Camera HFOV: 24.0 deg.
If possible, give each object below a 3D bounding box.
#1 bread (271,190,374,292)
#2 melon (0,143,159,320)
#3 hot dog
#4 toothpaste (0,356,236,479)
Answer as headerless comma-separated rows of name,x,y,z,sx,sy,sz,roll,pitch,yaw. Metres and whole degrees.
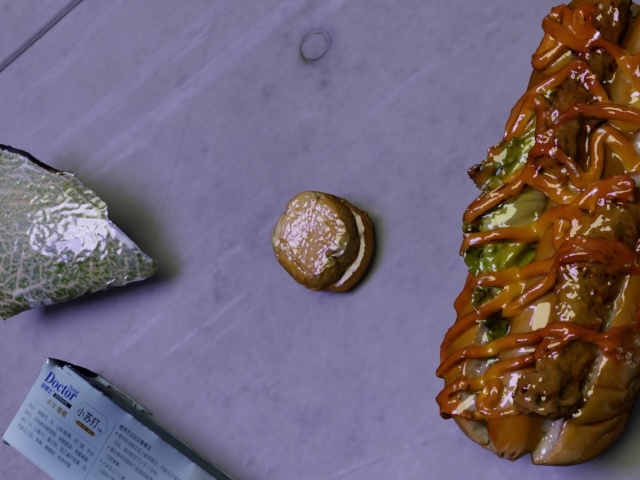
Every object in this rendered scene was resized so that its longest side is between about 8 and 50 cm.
bread,0.000,0.000,1.173,0.083,0.046,0.081,-3,76,29
melon,-0.231,0.010,1.286,0.202,0.093,0.139,33,88,27
hot dog,0.173,-0.019,1.024,0.158,0.117,0.349,13,79,45
toothpaste,-0.120,0.196,1.157,0.313,0.071,0.089,29,91,36
